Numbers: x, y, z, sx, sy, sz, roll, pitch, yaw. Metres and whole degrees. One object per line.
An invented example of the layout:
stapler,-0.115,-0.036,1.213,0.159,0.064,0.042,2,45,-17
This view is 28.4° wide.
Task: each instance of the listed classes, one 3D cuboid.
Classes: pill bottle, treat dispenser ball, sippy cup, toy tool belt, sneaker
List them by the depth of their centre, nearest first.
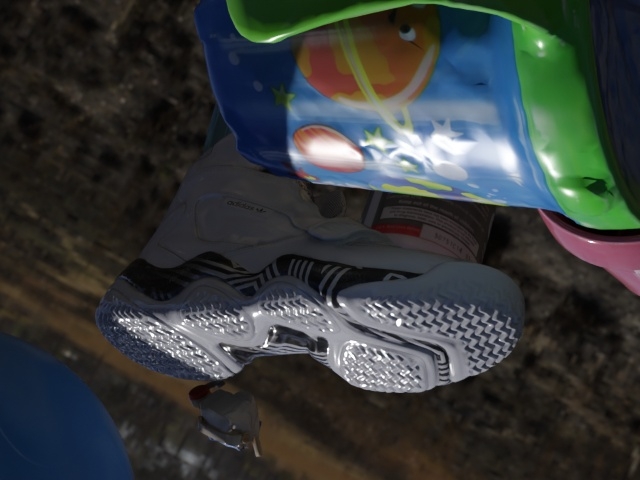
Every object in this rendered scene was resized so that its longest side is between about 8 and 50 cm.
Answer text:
sippy cup,0.066,-0.120,0.682,0.224,0.240,0.305,-1,146,28
treat dispenser ball,-0.278,0.204,0.922,0.288,0.288,0.288,26,170,5
sneaker,0.000,0.000,1.015,0.366,0.210,0.137,-3,141,31
toy tool belt,-0.080,0.156,1.079,0.083,0.052,0.051,12,130,54
pill bottle,0.145,-0.059,1.605,0.161,0.283,0.161,14,148,9

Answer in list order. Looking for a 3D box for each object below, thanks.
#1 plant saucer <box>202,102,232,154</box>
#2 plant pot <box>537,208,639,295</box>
plant saucer,-0.072,-0.112,1.368,0.044,0.317,0.317,14,175,-21
plant pot,0.319,-0.038,1.207,0.201,0.201,0.180,19,161,38
